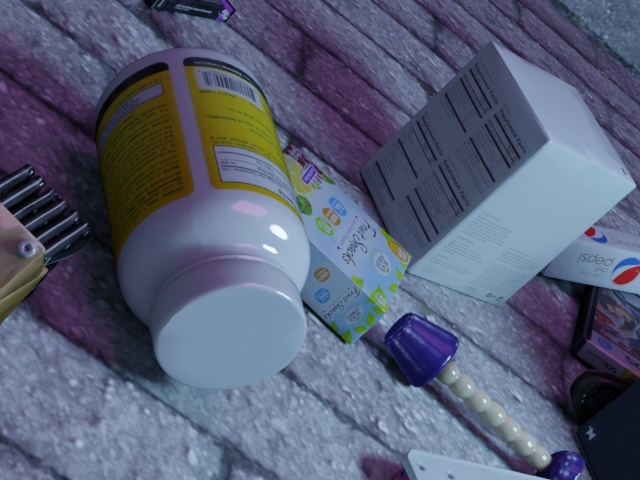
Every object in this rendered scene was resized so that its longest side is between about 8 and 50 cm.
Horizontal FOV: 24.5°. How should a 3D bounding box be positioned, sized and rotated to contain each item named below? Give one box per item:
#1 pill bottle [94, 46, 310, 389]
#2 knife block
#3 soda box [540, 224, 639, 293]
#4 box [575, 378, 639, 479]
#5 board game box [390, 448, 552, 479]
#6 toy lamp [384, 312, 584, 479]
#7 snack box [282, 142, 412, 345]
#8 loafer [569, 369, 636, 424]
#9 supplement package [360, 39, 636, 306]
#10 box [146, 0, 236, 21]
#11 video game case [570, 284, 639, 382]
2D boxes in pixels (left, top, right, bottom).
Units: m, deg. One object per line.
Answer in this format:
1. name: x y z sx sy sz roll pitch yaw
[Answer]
1. pill bottle: -0.115 -0.023 1.450 0.188 0.188 0.334 26 32 -35
2. knife block: -0.307 0.047 1.206 0.088 0.242 0.275 45 70 1
3. soda box: 0.425 0.024 2.258 0.216 0.074 0.069 11 29 -30
4. box: 0.545 0.268 1.885 0.294 0.296 0.183 25 33 -34
5. board game box: 0.276 0.410 1.523 0.390 0.050 0.390 19 34 -39
6. toy lamp: 0.188 0.190 1.715 0.274 0.080 0.080 41 26 -6
7. snack box: 0.000 0.000 1.725 0.207 0.070 0.174 44 25 -7
8. loafer: 0.405 0.225 2.006 0.220 0.080 0.078 30 19 -39
9. supplement package: 0.234 -0.085 1.974 0.199 0.262 0.198 21 35 -42
10. box: -0.199 -0.354 1.998 0.162 0.029 0.116 2 48 -57
11. video game case: 0.498 0.169 2.214 0.248 0.035 0.275 34 26 0
